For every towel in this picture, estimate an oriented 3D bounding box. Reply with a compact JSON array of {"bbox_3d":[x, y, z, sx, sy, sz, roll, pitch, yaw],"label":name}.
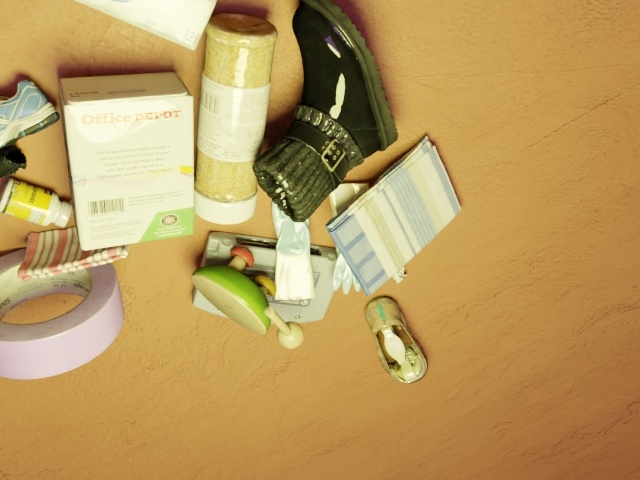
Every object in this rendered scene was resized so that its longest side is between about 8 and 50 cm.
[{"bbox_3d":[-0.445,0.009,1.314,0.197,0.144,0.029,-13,122,-5],"label":"towel"},{"bbox_3d":[0.152,-0.047,1.436,0.285,0.034,0.209,-42,127,-13],"label":"towel"}]

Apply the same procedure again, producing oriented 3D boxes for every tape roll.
[{"bbox_3d":[-0.500,0.120,1.296,0.275,0.274,0.090,-7,127,-10],"label":"tape roll"}]

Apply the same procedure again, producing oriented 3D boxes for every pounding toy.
[{"bbox_3d":[-0.128,0.095,1.391,0.110,0.237,0.183,-53,148,-20],"label":"pounding toy"}]

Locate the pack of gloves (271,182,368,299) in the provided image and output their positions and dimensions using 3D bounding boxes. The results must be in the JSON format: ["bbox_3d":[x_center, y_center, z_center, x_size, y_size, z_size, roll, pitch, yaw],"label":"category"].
[{"bbox_3d":[0.000,0.000,1.458,0.195,0.046,0.232,-2,100,-4],"label":"pack of gloves"}]

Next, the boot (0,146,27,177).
[{"bbox_3d":[-0.562,-0.120,1.213,0.099,0.121,0.045,-22,94,14],"label":"boot"}]

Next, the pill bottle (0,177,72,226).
[{"bbox_3d":[-0.512,-0.064,1.293,0.116,0.065,0.065,20,117,-27],"label":"pill bottle"}]

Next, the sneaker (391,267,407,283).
[{"bbox_3d":[0.165,0.057,1.582,0.037,0.032,0.083,-35,132,-5],"label":"sneaker"}]

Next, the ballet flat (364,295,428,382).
[{"bbox_3d":[0.184,0.266,1.685,0.108,0.106,0.316,-28,127,6],"label":"ballet flat"}]

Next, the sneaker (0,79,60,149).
[{"bbox_3d":[-0.542,-0.194,1.198,0.211,0.080,0.081,-25,103,5],"label":"sneaker"}]

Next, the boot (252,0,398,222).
[{"bbox_3d":[-0.022,-0.214,1.223,0.260,0.131,0.348,-38,128,-11],"label":"boot"}]

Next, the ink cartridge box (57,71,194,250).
[{"bbox_3d":[-0.329,-0.138,1.238,0.201,0.117,0.278,-9,127,-21],"label":"ink cartridge box"}]

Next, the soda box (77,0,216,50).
[{"bbox_3d":[-0.307,-0.396,1.089,0.286,0.098,0.091,19,118,-25],"label":"soda box"}]

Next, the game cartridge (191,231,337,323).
[{"bbox_3d":[-0.113,0.088,1.515,0.294,0.060,0.196,9,119,-20],"label":"game cartridge"}]

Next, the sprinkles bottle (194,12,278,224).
[{"bbox_3d":[-0.154,-0.203,1.251,0.121,0.121,0.355,1,125,-15],"label":"sprinkles bottle"}]
